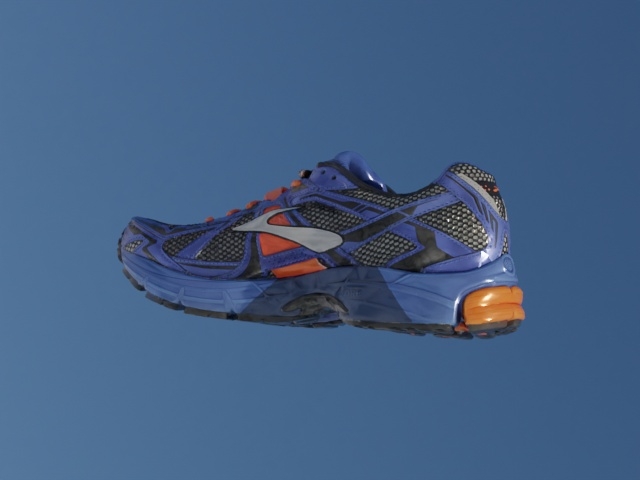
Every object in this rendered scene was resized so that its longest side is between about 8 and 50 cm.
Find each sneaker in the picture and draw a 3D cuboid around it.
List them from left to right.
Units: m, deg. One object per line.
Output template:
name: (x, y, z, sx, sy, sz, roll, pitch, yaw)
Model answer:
sneaker: (0.000, 0.000, 0.962, 0.221, 0.083, 0.087, 3, -95, 27)
